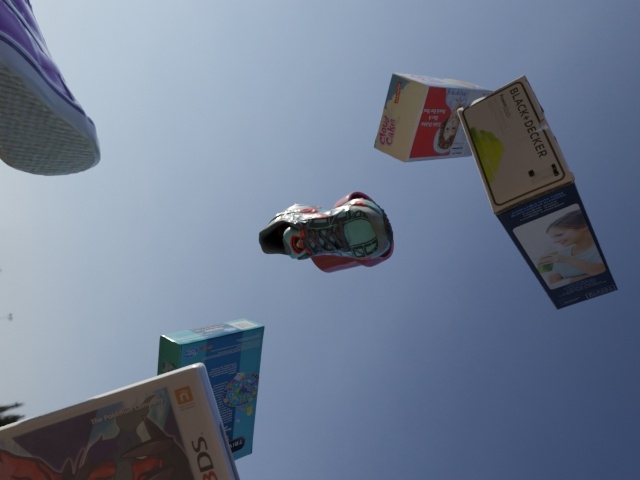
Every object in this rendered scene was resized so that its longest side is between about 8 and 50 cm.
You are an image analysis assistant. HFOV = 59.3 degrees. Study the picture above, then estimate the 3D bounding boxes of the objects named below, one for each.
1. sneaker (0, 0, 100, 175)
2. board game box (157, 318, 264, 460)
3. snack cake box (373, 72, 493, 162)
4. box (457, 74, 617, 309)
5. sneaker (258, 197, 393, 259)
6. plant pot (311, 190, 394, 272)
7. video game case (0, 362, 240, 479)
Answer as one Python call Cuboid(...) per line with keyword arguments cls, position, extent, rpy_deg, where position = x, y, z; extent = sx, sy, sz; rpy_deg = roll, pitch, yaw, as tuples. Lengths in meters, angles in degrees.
Cuboid(cls="sneaker", position=(-0.298, -0.178, 0.570), extent=(0.282, 0.102, 0.161), rpy_deg=(111, -33, -71))
Cuboid(cls="board game box", position=(-0.262, 0.370, 1.320), extent=(0.079, 0.254, 0.336), rpy_deg=(13, -80, 38))
Cuboid(cls="snack cake box", position=(0.238, -0.252, 1.163), extent=(0.089, 0.264, 0.152), rpy_deg=(32, -61, 35))
Cuboid(cls="box", position=(0.282, -0.047, 0.717), extent=(0.087, 0.290, 0.169), rpy_deg=(-24, -127, 23))
Cuboid(cls="sneaker", position=(0.000, 0.000, 0.936), extent=(0.262, 0.125, 0.104), rpy_deg=(-1, -70, 45))
Cuboid(cls="plant pot", position=(0.068, -0.005, 1.508), extent=(0.180, 0.201, 0.201), rpy_deg=(-28, -105, 32))
Cuboid(cls="video game case", position=(-0.156, 0.209, 0.416), extent=(0.023, 0.201, 0.183), rpy_deg=(53, 19, -87))
